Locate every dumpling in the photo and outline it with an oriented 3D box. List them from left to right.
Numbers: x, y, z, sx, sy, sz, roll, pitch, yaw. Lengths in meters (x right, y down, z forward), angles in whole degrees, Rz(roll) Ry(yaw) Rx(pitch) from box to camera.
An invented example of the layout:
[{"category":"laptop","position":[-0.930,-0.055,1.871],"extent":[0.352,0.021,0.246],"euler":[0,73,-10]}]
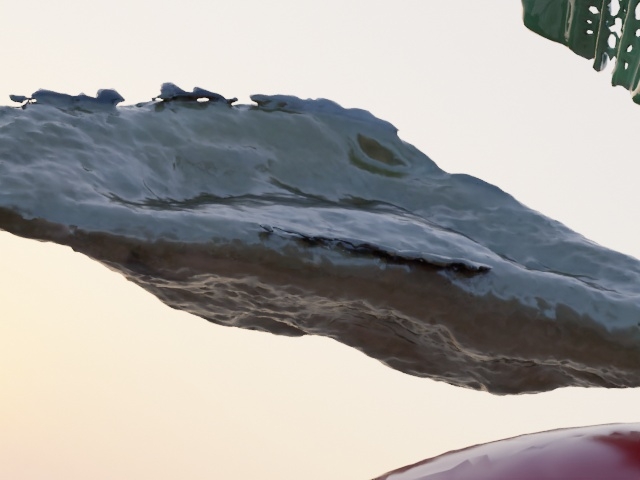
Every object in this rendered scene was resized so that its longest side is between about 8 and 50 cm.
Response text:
[{"category":"dumpling","position":[-0.001,0.005,0.799],"extent":[0.332,0.086,0.166],"euler":[16,21,-13]}]

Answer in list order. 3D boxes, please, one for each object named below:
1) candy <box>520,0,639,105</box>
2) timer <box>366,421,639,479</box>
[{"category":"candy","position":[0.188,-0.101,0.462],"extent":[0.172,0.263,0.398],"euler":[-12,33,-40]},{"category":"timer","position":[0.065,0.222,0.345],"extent":[0.378,0.378,0.279],"euler":[20,-49,26]}]
